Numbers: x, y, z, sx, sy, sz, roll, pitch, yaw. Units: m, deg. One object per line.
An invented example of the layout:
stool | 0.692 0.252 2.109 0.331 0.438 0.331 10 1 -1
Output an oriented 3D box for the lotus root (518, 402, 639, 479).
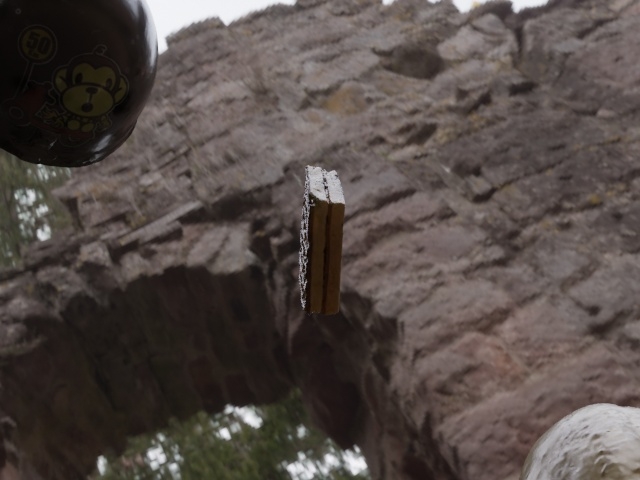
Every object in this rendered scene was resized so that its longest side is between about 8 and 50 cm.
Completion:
lotus root | 0.171 0.146 0.564 0.125 0.221 0.118 23 -82 1

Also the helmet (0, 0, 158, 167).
helmet | -0.267 -0.224 1.108 0.230 0.279 0.160 18 -32 -31

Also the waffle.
waffle | 0.000 0.000 1.194 0.042 0.102 0.148 1 -63 -5
